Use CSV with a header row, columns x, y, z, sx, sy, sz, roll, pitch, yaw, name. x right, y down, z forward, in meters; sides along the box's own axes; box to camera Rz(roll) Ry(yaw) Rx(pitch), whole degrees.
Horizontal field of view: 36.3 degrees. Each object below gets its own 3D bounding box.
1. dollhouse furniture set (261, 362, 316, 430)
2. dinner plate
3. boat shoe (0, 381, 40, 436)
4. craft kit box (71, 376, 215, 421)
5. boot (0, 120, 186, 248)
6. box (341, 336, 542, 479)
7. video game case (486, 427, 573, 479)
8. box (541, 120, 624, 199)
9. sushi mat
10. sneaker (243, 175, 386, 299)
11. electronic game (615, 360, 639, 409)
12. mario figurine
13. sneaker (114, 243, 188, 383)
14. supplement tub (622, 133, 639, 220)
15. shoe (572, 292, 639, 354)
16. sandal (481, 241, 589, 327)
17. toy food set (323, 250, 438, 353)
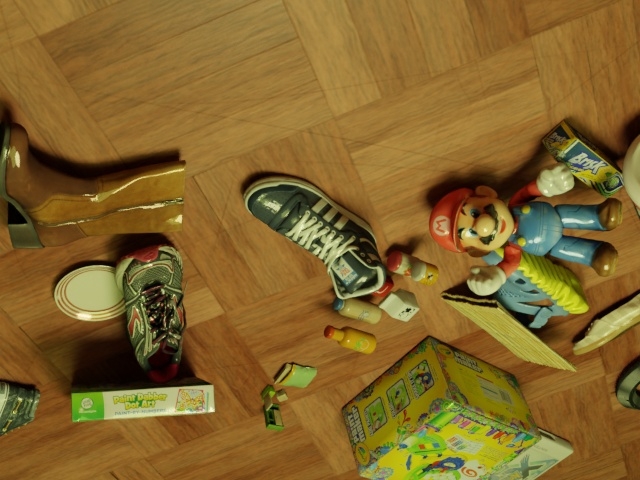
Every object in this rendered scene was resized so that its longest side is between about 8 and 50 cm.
x,y,z,sx,sy,sz,roll,pitch,yaw,name
-0.069,0.321,2.002,0.076,0.059,0.152,16,127,-29,dollhouse furniture set
-0.393,0.089,1.713,0.141,0.017,0.141,-8,135,-8,dinner plate
-0.599,0.346,1.869,0.083,0.065,0.183,14,127,-26,boat shoe
-0.332,0.289,1.795,0.246,0.061,0.250,-4,176,-15,craft kit box
-0.344,-0.088,1.499,0.280,0.096,0.264,-6,134,-11,boot
0.254,0.391,2.080,0.290,0.177,0.279,27,121,-36,box
0.404,0.552,2.380,0.300,0.036,0.329,28,121,-35,video game case
0.463,-0.139,1.704,0.169,0.059,0.054,28,118,-36,box
0.380,0.185,1.959,0.316,0.151,0.019,36,71,-39,sushi mat
0.000,0.000,1.640,0.282,0.153,0.099,26,121,-34,sneaker
0.792,0.320,2.255,0.229,0.048,0.229,-9,137,-8,electronic game
0.344,-0.016,1.657,0.320,0.198,0.170,5,145,7,mario figurine
-0.280,0.124,1.698,0.120,0.112,0.299,-15,138,-15,sneaker
0.647,-0.077,1.708,0.191,0.191,0.272,-30,145,13,supplement tub
0.623,0.173,2.066,0.219,0.058,0.076,-35,164,24,shoe
0.384,0.084,1.861,0.138,0.126,0.317,-35,131,23,sandal
0.103,0.098,1.795,0.104,0.111,0.232,19,128,-31,toy food set
